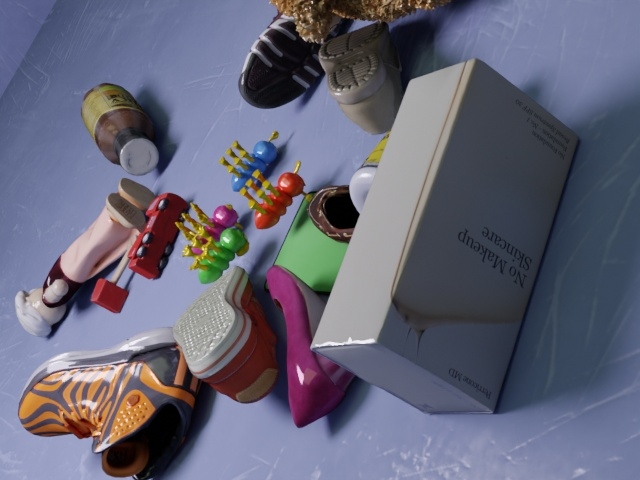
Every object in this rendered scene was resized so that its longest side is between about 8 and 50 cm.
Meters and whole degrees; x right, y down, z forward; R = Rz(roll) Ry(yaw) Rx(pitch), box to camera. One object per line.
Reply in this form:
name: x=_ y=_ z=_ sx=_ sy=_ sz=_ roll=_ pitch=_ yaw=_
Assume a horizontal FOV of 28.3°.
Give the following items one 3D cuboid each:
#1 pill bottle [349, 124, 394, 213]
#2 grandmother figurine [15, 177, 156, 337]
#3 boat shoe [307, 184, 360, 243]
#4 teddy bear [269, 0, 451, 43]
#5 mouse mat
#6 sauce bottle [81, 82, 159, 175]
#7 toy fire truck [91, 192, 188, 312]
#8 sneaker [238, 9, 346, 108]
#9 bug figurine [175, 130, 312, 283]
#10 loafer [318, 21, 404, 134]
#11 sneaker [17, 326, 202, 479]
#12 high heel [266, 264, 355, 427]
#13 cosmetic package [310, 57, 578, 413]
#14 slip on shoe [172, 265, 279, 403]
pill bottle: x=0.119 y=-0.094 z=1.382 sx=0.103 sy=0.103 sz=0.184 roll=-13 pitch=33 yaw=55
grandmother figurine: x=-0.419 y=0.048 z=2.187 sx=0.342 sy=0.104 sz=0.208 roll=-46 pitch=2 yaw=29
boat shoe: x=0.035 y=-0.034 z=1.512 sx=0.207 sy=0.073 sz=0.073 roll=20 pitch=83 yaw=60
teddy bear: x=0.069 y=-0.334 z=1.677 sx=0.338 sy=0.113 sz=0.245 roll=-9 pitch=34 yaw=27
mouse mat: x=0.000 y=0.000 z=1.620 sx=0.189 sy=0.007 sz=0.153 roll=-2 pitch=60 yaw=60
sauce bottle: x=-0.363 y=-0.200 z=2.328 sx=0.111 sy=0.111 sz=0.344 roll=-55 pitch=29 yaw=7
toy fire truck: x=-0.290 y=0.019 z=2.042 sx=0.135 sy=0.047 sz=0.192 roll=-13 pitch=50 yaw=56
sneaker: x=-0.041 y=-0.313 z=1.930 sx=0.281 sy=0.106 sz=0.162 roll=-53 pitch=20 yaw=-11
bug figurine: x=-0.109 y=-0.045 z=1.768 sx=0.216 sy=0.072 sz=0.279 roll=-49 pitch=21 yaw=6
loafer: x=0.056 y=-0.210 z=1.649 sx=0.102 sy=0.092 sz=0.268 roll=-19 pitch=24 yaw=14
sneaker: x=-0.299 y=0.241 z=1.704 sx=0.321 sy=0.124 sz=0.180 roll=-25 pitch=42 yaw=30
high heel: x=-0.032 y=0.117 z=1.472 sx=0.117 sy=0.082 sz=0.244 roll=-47 pitch=40 yaw=1
cosmetic package: x=0.126 y=-0.002 z=1.242 sx=0.113 sy=0.160 sz=0.309 roll=-12 pitch=53 yaw=54
slip on shoe: x=-0.112 y=0.118 z=1.586 sx=0.123 sy=0.101 sz=0.331 roll=-43 pitch=15 yaw=3
